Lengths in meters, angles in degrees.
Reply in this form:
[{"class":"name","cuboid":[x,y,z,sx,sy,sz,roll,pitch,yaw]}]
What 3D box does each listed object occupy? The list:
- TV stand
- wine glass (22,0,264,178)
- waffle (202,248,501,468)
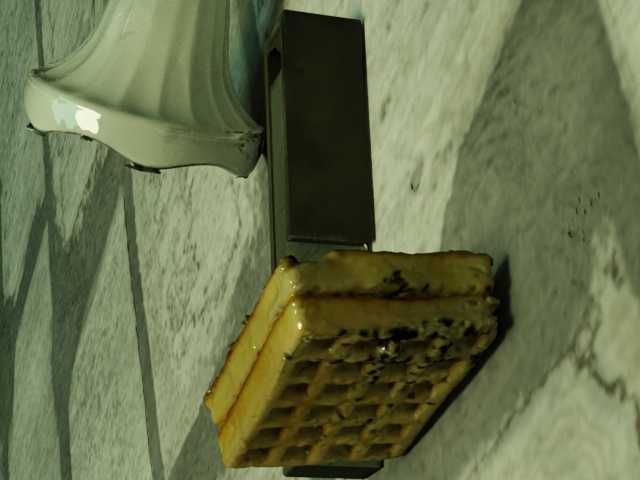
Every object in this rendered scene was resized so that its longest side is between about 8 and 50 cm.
[{"class":"TV stand","cuboid":[0.000,0.000,0.929,0.040,0.049,0.256,130,141,-62]},{"class":"wine glass","cuboid":[-0.092,-0.151,1.104,0.165,0.165,0.196,-133,59,-66]},{"class":"waffle","cuboid":[0.013,0.056,0.788,0.148,0.102,0.042,121,145,-54]}]
